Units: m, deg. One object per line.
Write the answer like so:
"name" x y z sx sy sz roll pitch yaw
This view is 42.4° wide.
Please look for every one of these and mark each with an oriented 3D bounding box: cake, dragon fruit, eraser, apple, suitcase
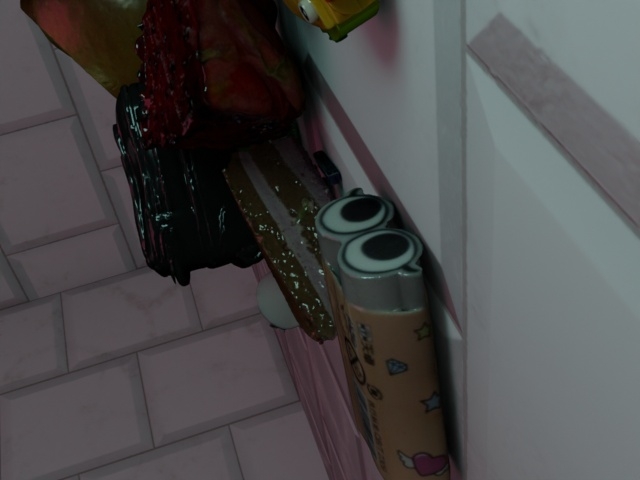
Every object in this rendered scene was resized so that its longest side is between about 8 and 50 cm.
"cake" -0.023 0.000 1.049 0.113 0.115 0.295 94 151 -67
"dragon fruit" -0.100 -0.285 1.030 0.286 0.227 0.329 169 97 -66
"eraser" 0.067 0.110 0.854 0.171 0.087 0.291 -123 17 -54
"apple" -0.348 -0.417 1.554 0.374 0.383 0.374 -4 -90 -66
"suitcase" -0.214 -0.101 1.338 0.345 0.188 0.339 155 102 -83

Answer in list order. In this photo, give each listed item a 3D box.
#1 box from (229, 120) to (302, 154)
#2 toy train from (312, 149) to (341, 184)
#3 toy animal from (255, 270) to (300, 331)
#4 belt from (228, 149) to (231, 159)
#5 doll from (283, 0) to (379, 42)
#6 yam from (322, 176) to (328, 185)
"box" -0.080 -0.102 1.357 0.180 0.103 0.250 -121 15 -60
"toy train" 0.008 -0.095 1.067 0.083 0.017 0.017 -121 9 -59
"toy animal" -0.019 0.083 1.392 0.221 0.130 0.104 -32 -44 -74
"belt" -0.171 -0.180 1.709 0.124 0.128 0.201 126 130 -81
"doll" -0.021 -0.241 0.647 0.186 0.106 0.134 55 174 10
"yam" 0.000 0.000 1.144 0.068 0.068 0.169 -151 43 -78
